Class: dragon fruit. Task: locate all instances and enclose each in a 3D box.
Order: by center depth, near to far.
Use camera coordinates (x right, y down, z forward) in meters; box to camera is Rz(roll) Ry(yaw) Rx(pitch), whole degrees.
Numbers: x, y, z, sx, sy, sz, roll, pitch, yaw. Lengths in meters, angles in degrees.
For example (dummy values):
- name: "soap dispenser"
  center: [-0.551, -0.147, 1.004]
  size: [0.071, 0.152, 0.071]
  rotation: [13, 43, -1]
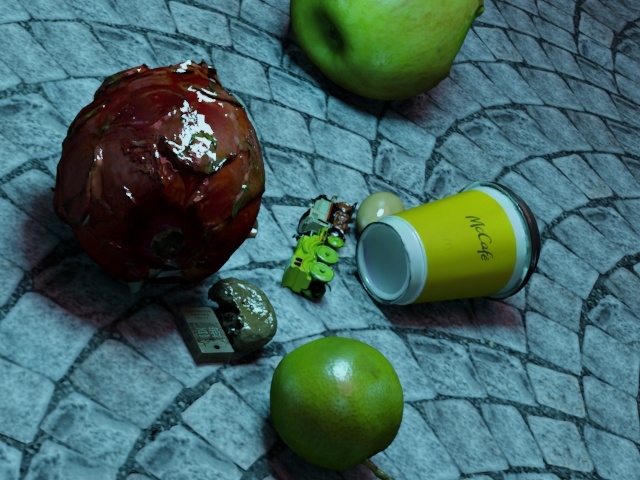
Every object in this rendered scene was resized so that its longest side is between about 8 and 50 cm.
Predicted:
- name: "dragon fruit"
  center: [-0.214, -0.087, 1.888]
  size: [0.296, 0.295, 0.301]
  rotation: [21, 31, -18]

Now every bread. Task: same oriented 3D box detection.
- name: "bread"
  center: [-0.105, 0.106, 1.941]
  size: [0.082, 0.060, 0.113]
  rotation: [4, 45, -36]

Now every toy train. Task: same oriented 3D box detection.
- name: "toy train"
  center: [0.000, 0.000, 2.174]
  size: [0.085, 0.053, 0.249]
  rotation: [24, 33, -3]

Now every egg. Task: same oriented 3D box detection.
- name: "egg"
  center: [0.095, -0.034, 2.275]
  size: [0.080, 0.080, 0.096]
  rotation: [39, 47, 9]

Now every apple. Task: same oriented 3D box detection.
- name: "apple"
  center: [0.116, -0.419, 2.571]
  size: [0.340, 0.339, 0.339]
  rotation: [22, 34, -16]

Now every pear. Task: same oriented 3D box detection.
- name: "pear"
  center: [0.029, 0.232, 1.820]
  size: [0.180, 0.166, 0.216]
  rotation: [-7, 71, -61]

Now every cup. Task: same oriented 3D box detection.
- name: "cup"
  center: [0.202, 0.013, 2.217]
  size: [0.280, 0.196, 0.196]
  rotation: [-10, 52, -38]

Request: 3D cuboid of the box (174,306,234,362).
- name: "box"
  center: [-0.158, 0.127, 1.901]
  size: [0.053, 0.024, 0.083]
  rotation: [1, 43, -39]
